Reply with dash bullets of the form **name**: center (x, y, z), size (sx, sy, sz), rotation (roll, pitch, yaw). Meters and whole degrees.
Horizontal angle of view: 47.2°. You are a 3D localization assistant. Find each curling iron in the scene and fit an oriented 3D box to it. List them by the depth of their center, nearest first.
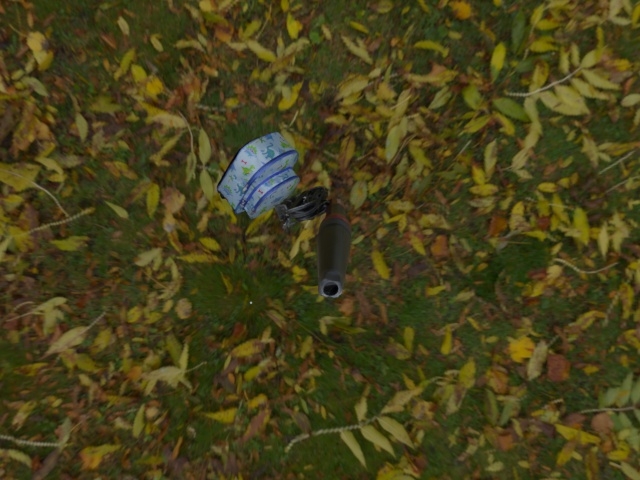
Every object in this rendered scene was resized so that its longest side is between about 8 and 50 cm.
- **curling iron**: center (0.000, 0.000, 0.644), size (0.068, 0.274, 0.035), rotation (-19, 108, 0)

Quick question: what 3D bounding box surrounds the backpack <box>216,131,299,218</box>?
- **backpack**: center (-0.081, -0.094, 1.059), size (0.084, 0.114, 0.105), rotation (46, 47, 12)
